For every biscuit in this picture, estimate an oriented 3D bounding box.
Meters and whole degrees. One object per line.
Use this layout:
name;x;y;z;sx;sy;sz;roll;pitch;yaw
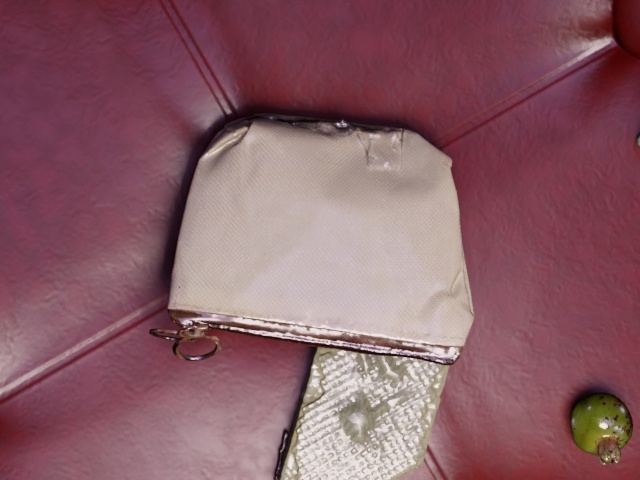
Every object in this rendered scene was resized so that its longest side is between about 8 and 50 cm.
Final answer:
biscuit;0.053;0.168;1.434;0.150;0.052;0.252;18;86;-7

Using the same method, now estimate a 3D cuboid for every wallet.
wallet;0.000;0.001;1.402;0.335;0.068;0.274;6;77;-4

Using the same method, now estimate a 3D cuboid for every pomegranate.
pomegranate;0.310;0.203;1.448;0.073;0.084;0.073;-2;99;-10

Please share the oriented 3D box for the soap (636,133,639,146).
soap;0.454;-0.079;1.461;0.198;0.114;0.063;38;84;-6
